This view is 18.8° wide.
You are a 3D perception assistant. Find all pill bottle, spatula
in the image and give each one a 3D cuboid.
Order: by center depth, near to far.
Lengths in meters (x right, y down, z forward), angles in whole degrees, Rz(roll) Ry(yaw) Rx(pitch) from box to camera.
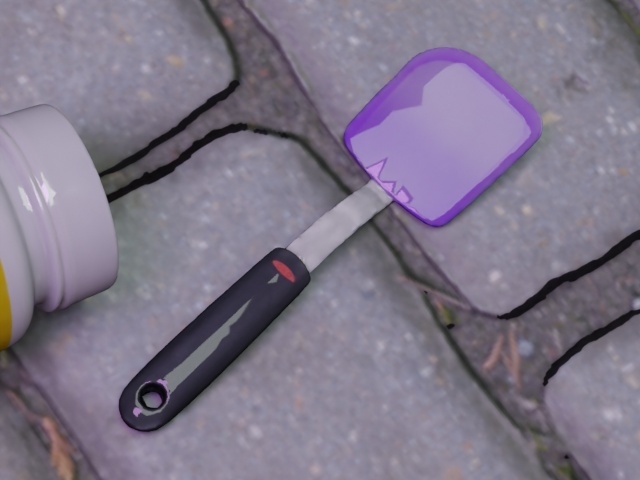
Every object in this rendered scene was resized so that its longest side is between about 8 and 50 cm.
[{"bbox_3d":[-0.210,0.012,0.920,0.208,0.119,0.119,-21,74,-23],"label":"pill bottle"},{"bbox_3d":[0.000,0.000,1.036,0.084,0.030,0.296,44,63,7],"label":"spatula"}]
